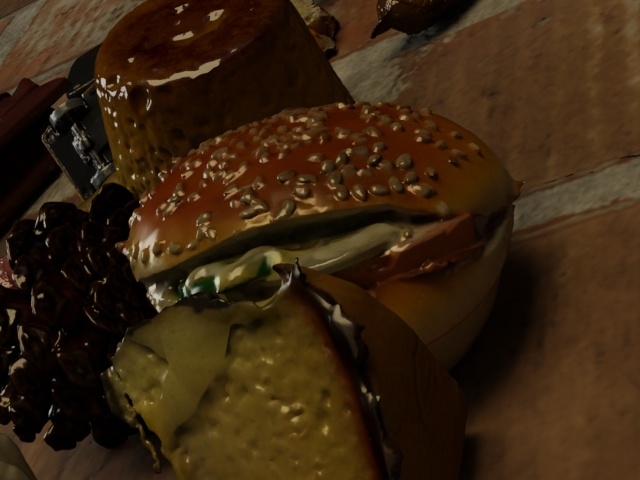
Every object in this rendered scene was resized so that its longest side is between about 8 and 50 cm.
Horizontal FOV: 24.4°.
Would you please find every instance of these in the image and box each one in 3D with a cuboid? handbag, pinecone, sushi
[{"bbox_3d":[-0.383,-0.046,1.468,0.260,0.084,0.275,-8,35,46],"label":"handbag"},{"bbox_3d":[-0.147,0.059,0.933,0.165,0.163,0.163,-38,20,33],"label":"pinecone"},{"bbox_3d":[0.087,-0.205,1.236,0.118,0.061,0.060,-24,-20,-18],"label":"sushi"}]

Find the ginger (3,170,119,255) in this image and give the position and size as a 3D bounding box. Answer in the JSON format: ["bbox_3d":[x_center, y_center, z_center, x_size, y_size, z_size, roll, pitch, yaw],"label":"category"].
[{"bbox_3d":[-0.236,0.031,1.174,0.299,0.065,0.118,-38,39,-6],"label":"ginger"}]

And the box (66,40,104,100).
[{"bbox_3d":[-0.221,-0.198,1.601,0.125,0.027,0.126,-30,25,8],"label":"box"}]

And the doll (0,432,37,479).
[{"bbox_3d":[-0.275,0.180,0.897,0.293,0.119,0.138,-13,22,35],"label":"doll"}]

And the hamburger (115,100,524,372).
[{"bbox_3d":[0.004,-0.001,0.836,0.237,0.147,0.237,-8,31,5],"label":"hamburger"}]

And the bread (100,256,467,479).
[{"bbox_3d":[-0.019,0.104,0.688,0.140,0.160,0.169,-21,29,23],"label":"bread"}]

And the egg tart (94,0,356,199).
[{"bbox_3d":[-0.071,-0.095,1.077,0.202,0.147,0.202,-14,38,11],"label":"egg tart"}]

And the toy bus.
[{"bbox_3d":[-0.135,-0.117,1.242,0.194,0.083,0.088,-40,-16,17],"label":"toy bus"}]

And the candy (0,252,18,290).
[{"bbox_3d":[-0.209,0.057,1.055,0.043,0.103,0.103,-25,26,3],"label":"candy"}]

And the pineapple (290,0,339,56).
[{"bbox_3d":[-0.076,-0.161,1.349,0.221,0.047,0.221,-25,28,14],"label":"pineapple"}]
